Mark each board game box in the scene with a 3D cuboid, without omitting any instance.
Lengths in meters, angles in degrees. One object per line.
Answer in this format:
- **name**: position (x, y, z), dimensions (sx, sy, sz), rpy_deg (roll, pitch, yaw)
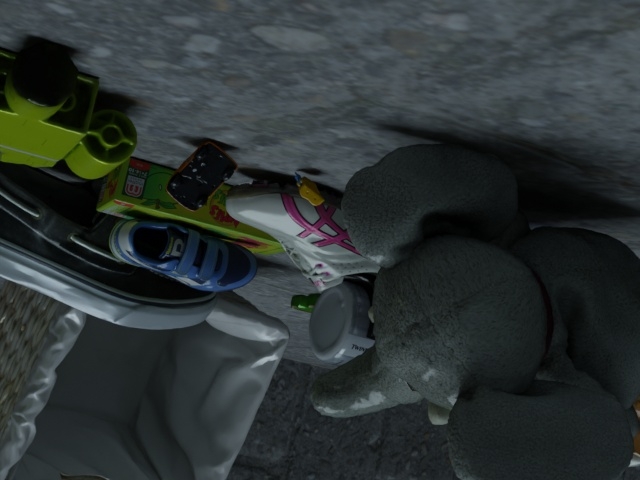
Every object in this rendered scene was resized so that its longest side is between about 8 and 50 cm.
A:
- **board game box**: position (-0.116, -0.030, 1.054), dimensions (0.181, 0.043, 0.092), rpy_deg (15, 169, -20)

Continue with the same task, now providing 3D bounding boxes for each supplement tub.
- **supplement tub**: position (0.090, 0.131, 1.519), dimensions (0.190, 0.117, 0.117), rpy_deg (17, 169, -28)

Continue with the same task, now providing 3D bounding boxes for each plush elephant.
- **plush elephant**: position (0.117, 0.076, 0.784), dimensions (0.255, 0.271, 0.330), rpy_deg (3, 148, -35)

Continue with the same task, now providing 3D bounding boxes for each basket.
- **basket**: position (-0.279, 0.175, 1.485), dimensions (0.328, 0.331, 0.266), rpy_deg (20, -170, -37)

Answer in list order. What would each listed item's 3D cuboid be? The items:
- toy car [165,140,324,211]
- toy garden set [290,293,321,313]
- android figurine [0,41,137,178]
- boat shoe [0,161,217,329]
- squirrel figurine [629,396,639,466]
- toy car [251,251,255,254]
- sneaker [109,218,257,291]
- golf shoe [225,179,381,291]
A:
- **toy car**: position (-0.064, -0.043, 0.898), dimensions (0.122, 0.060, 0.040), rpy_deg (22, -161, -17)
- **toy garden set**: position (0.088, 0.131, 1.713), dimensions (0.204, 0.049, 0.244), rpy_deg (16, 170, -22)
- **android figurine**: position (-0.264, -0.101, 0.801), dimensions (0.248, 0.056, 0.273), rpy_deg (16, 168, -22)
- **boat shoe**: position (-0.235, -0.004, 1.108), dimensions (0.335, 0.119, 0.121), rpy_deg (20, -159, -34)
- **squirrel figurine**: position (0.496, 0.231, 1.196), dimensions (0.371, 0.281, 0.397), rpy_deg (16, 169, 17)
- **toy car**: position (-0.217, -0.009, 1.264), dimensions (0.239, 0.053, 0.225), rpy_deg (6, 169, 28)
- **sneaker**: position (-0.128, 0.014, 1.035), dimensions (0.144, 0.053, 0.059), rpy_deg (13, 168, -15)
- **golf shoe**: position (0.000, 0.000, 0.971), dimensions (0.186, 0.086, 0.067), rpy_deg (17, 170, -21)
